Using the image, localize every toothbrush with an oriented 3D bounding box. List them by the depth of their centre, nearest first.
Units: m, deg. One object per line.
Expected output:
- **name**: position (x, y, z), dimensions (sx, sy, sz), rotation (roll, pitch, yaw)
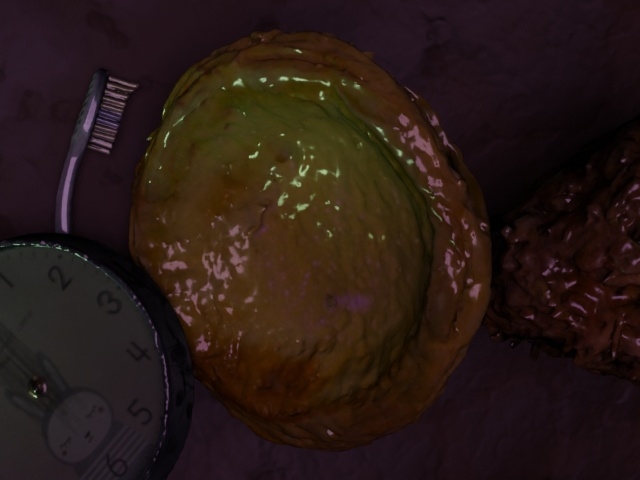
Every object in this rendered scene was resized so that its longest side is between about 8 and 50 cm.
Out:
- **toothbrush**: position (-0.197, 0.060, 0.910), dimensions (0.037, 0.028, 0.375), rotation (15, 93, -16)

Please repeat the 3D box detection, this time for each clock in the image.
- **clock**: position (-0.195, 0.101, 0.869), dimensions (0.215, 0.042, 0.214), rotation (0, 91, 13)

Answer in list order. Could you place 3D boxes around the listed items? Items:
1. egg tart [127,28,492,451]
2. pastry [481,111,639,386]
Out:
- **egg tart**: position (0.000, 0.000, 0.851), dimensions (0.294, 0.123, 0.294), rotation (12, 112, 32)
- **pastry**: position (0.233, 0.015, 0.846), dimensions (0.275, 0.275, 0.193), rotation (-36, 82, -3)
